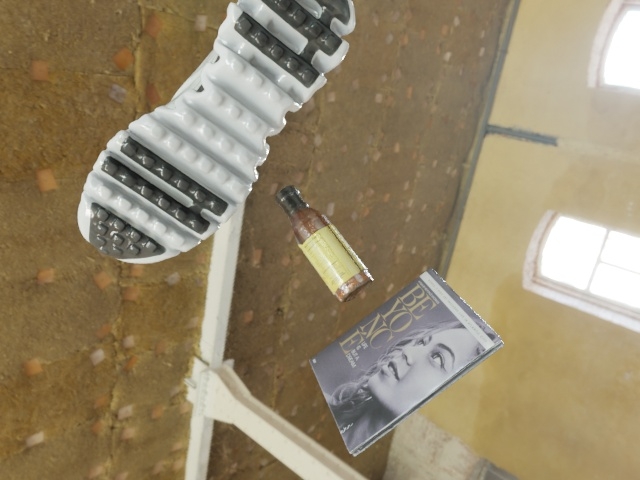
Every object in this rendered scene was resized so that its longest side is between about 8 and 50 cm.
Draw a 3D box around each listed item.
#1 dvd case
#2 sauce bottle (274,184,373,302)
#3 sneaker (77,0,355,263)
[{"bbox_3d":[0.098,0.146,0.645,0.221,0.164,0.018,-37,-56,2],"label":"dvd case"},{"bbox_3d":[0.000,0.000,0.490,0.042,0.128,0.042,-30,-21,-13],"label":"sauce bottle"},{"bbox_3d":[-0.090,-0.100,0.430,0.110,0.118,0.292,41,-83,-20],"label":"sneaker"}]
